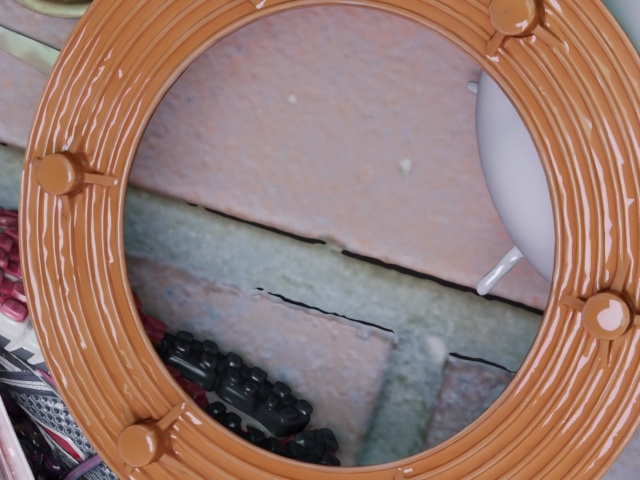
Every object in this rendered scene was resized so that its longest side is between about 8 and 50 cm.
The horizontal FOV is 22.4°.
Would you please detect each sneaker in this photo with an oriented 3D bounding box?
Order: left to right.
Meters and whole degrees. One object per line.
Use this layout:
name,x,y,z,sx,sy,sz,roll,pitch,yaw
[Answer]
sneaker,-0.139,0.084,0.897,0.299,0.121,0.112,36,111,6

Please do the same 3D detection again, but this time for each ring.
ring,0.000,0.000,0.754,0.336,0.032,0.337,2,95,20

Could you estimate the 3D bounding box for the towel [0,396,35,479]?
towel,-0.287,0.155,0.890,0.331,0.053,0.317,-15,95,30

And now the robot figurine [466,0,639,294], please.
robot figurine,0.224,-0.073,0.779,0.353,0.200,0.300,-17,49,32

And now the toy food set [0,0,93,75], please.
toy food set,-0.147,-0.189,0.912,0.132,0.038,0.192,25,96,2
